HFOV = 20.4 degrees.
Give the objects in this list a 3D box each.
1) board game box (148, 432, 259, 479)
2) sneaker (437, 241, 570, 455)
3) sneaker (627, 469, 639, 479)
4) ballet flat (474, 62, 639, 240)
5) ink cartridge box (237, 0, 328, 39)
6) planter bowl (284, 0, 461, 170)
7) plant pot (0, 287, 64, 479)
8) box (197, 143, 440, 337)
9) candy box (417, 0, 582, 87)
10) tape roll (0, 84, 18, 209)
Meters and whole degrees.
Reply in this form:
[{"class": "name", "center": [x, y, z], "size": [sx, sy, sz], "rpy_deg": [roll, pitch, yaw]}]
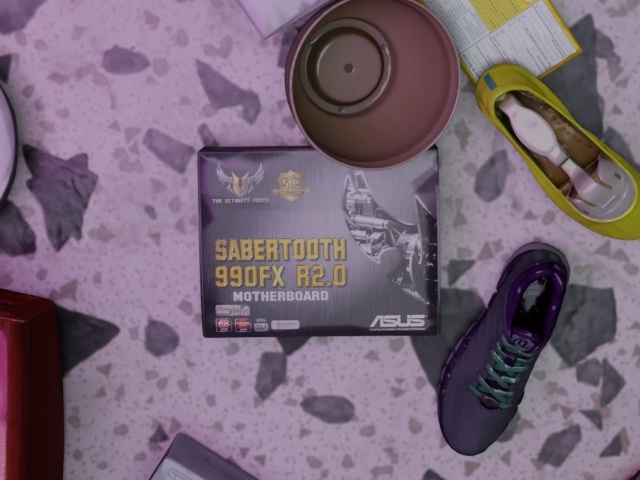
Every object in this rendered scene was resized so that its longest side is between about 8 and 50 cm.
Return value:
[{"class": "board game box", "center": [-0.131, 0.379, 1.755], "size": [0.224, 0.097, 0.303], "rpy_deg": [32, 100, -3]}, {"class": "sneaker", "center": [0.172, 0.109, 1.696], "size": [0.083, 0.098, 0.223], "rpy_deg": [21, 99, -1]}, {"class": "sneaker", "center": [0.315, 0.272, 1.726], "size": [0.084, 0.083, 0.215], "rpy_deg": [35, 101, -6]}, {"class": "ballet flat", "center": [0.232, -0.073, 1.660], "size": [0.231, 0.077, 0.077], "rpy_deg": [43, 101, -13]}, {"class": "ink cartridge box", "center": [-0.044, -0.289, 1.624], "size": [0.127, 0.128, 0.176], "rpy_deg": [-34, 96, 7]}, {"class": "planter bowl", "center": [0.037, -0.153, 1.643], "size": [0.162, 0.109, 0.162], "rpy_deg": [-3, 104, -14]}, {"class": "plant pot", "center": [-0.370, 0.157, 1.650], "size": [0.267, 0.267, 0.235], "rpy_deg": [12, 95, 0]}, {"class": "box", "center": [0.000, 0.000, 1.706], "size": [0.231, 0.056, 0.183], "rpy_deg": [0, 100, 2]}, {"class": "candy box", "center": [0.149, -0.235, 1.676], "size": [0.105, 0.027, 0.206], "rpy_deg": [-33, 97, 11]}, {"class": "tape roll", "center": [-0.396, -0.090, 1.679], "size": [0.219, 0.072, 0.219], "rpy_deg": [0, 91, -6]}]
